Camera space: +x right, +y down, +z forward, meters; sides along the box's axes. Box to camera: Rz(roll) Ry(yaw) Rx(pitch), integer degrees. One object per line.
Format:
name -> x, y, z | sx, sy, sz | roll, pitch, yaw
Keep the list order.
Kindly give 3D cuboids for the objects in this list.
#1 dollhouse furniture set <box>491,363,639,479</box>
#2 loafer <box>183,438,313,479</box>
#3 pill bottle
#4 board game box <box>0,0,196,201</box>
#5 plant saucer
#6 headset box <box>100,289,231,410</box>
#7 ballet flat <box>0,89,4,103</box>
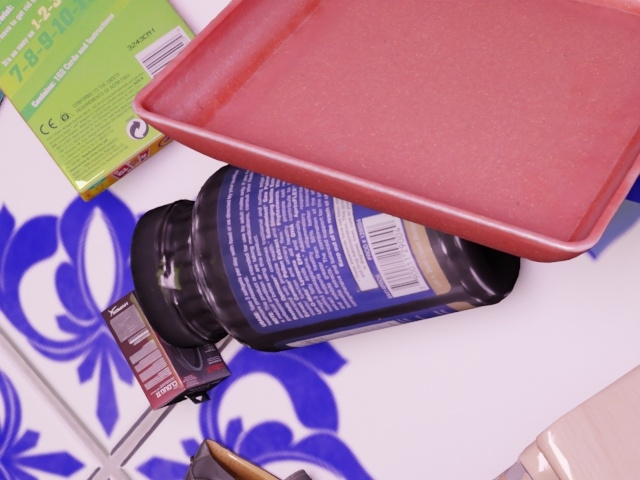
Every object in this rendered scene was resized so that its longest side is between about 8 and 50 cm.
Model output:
dollhouse furniture set -> 0.198, 0.188, 0.710 | 0.394, 0.362, 0.256 | -32, 77, -6
loafer -> -0.020, 0.178, 0.964 | 0.170, 0.062, 0.061 | 14, 95, 23
pill bottle -> 0.000, 0.000, 0.903 | 0.219, 0.123, 0.122 | -14, 88, 25
board game box -> -0.182, -0.162, 0.996 | 0.124, 0.039, 0.259 | -36, 80, -7
plant saucer -> 0.072, -0.094, 0.821 | 0.259, 0.258, 0.047 | 19, 137, 22
headset box -> -0.100, 0.073, 0.990 | 0.032, 0.062, 0.083 | -36, 78, 24
ballet flat -> -0.269, -0.089, 1.059 | 0.070, 0.070, 0.188 | 25, 101, 21
